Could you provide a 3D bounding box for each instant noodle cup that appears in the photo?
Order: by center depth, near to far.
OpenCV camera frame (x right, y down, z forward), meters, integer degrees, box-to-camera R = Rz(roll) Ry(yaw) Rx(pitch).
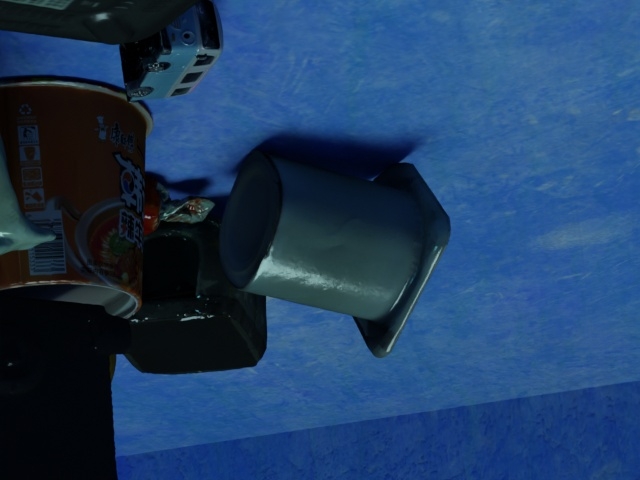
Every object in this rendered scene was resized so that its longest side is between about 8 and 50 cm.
[{"bbox_3d":[-0.278,-0.022,1.649,0.250,0.192,0.250,-6,162,-2],"label":"instant noodle cup"}]

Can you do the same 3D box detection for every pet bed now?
[{"bbox_3d":[-0.154,0.051,2.002,0.183,0.159,0.211,-5,156,10],"label":"pet bed"}]

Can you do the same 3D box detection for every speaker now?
[{"bbox_3d":[-0.317,0.181,1.570,0.254,0.232,0.184,8,159,-38],"label":"speaker"}]

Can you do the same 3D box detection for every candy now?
[{"bbox_3d":[-0.254,-0.034,1.843,0.292,0.059,0.086,-2,161,-18],"label":"candy"}]

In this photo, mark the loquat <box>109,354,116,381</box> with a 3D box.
[{"bbox_3d":[-0.363,0.126,1.983,0.263,0.263,0.263,-6,163,-2],"label":"loquat"}]

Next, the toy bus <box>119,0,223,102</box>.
[{"bbox_3d":[-0.126,-0.166,1.470,0.075,0.060,0.123,-4,165,-22],"label":"toy bus"}]

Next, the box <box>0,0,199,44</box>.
[{"bbox_3d":[-0.188,-0.227,1.230,0.289,0.073,0.290,6,159,-35],"label":"box"}]

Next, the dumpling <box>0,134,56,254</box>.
[{"bbox_3d":[-0.409,-0.069,1.407,0.270,0.320,0.212,-11,-154,33],"label":"dumpling"}]

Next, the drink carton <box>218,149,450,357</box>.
[{"bbox_3d":[0.000,0.000,1.840,0.190,0.191,0.185,9,120,-24],"label":"drink carton"}]
